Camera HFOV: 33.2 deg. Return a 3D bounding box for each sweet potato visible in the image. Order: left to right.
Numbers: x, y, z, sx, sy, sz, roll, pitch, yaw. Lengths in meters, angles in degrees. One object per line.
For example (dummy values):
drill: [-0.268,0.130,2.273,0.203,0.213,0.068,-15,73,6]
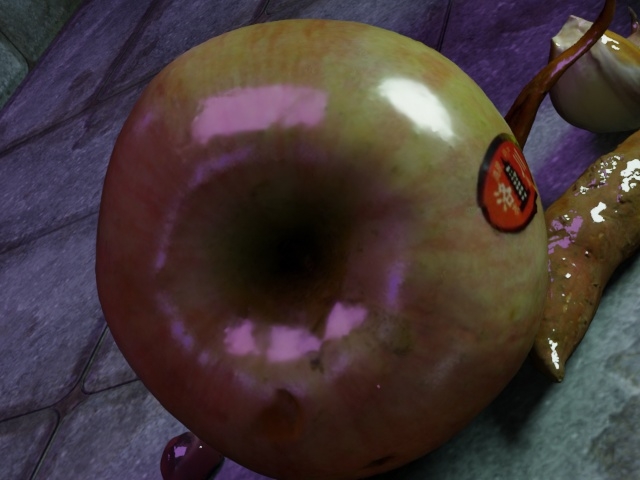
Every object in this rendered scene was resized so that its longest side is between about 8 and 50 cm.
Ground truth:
sweet potato: [0.261,-0.015,1.016,0.106,0.095,0.354,8,53,48]

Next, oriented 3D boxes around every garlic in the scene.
garlic: [0.315,-0.169,1.158,0.207,0.128,0.115,-18,-31,-56]

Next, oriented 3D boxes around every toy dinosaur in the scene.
toy dinosaur: [0.178,-0.051,1.117,0.432,0.097,0.208,-39,34,50]

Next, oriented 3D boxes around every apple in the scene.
apple: [0.000,0.000,0.928,0.391,0.391,0.346,-33,-1,10]

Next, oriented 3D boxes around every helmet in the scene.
helmet: [-0.151,0.242,1.174,0.084,0.049,0.065,-48,31,-16]

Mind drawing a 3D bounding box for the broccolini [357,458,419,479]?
broccolini: [0.060,0.207,0.998,0.203,0.068,0.091,-24,42,-6]
